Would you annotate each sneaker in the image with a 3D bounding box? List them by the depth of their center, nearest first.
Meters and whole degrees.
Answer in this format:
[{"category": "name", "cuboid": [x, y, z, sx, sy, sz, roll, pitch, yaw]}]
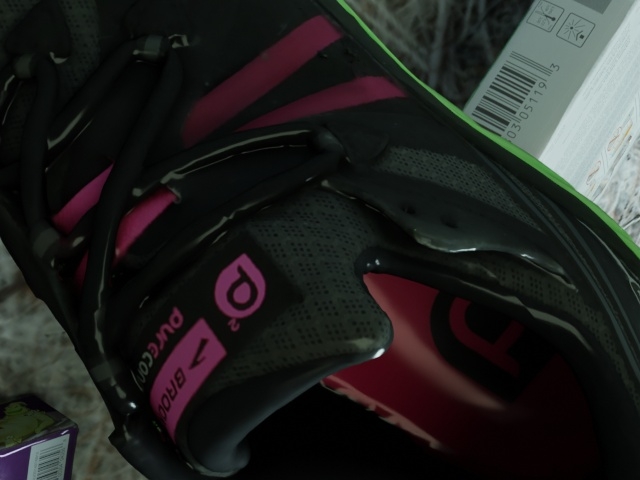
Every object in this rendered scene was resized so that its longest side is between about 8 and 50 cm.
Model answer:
[{"category": "sneaker", "cuboid": [-0.041, -0.019, 0.415, 0.483, 0.202, 0.185, 29, 113, -5]}]

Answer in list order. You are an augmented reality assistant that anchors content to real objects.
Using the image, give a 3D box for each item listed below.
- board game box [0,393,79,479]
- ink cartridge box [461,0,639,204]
[{"category": "board game box", "cuboid": [-0.244, 0.267, 0.558, 0.208, 0.056, 0.347, -15, 122, -54]}, {"category": "ink cartridge box", "cuboid": [0.150, -0.074, 0.624, 0.181, 0.056, 0.224, -57, 160, -4]}]
